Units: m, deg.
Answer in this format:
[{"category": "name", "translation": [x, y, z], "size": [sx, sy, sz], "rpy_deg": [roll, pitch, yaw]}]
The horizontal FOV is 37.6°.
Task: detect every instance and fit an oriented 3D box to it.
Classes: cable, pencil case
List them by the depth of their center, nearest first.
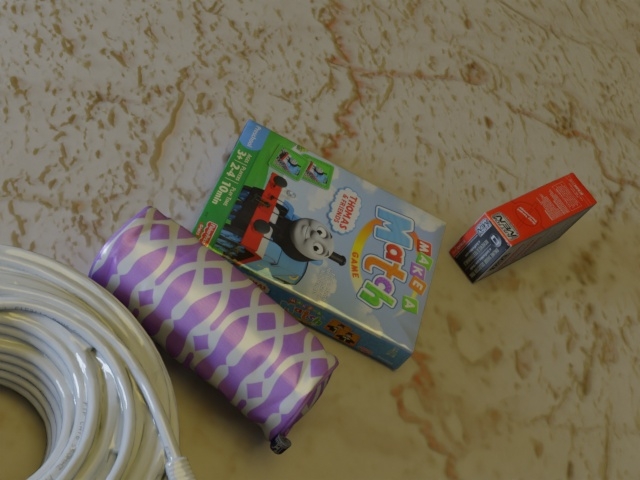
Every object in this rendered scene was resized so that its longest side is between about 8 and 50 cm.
[{"category": "cable", "translation": [-0.219, 0.121, 0.606], "size": [0.257, 0.089, 0.257], "rpy_deg": [0, 56, -26]}, {"category": "pencil case", "translation": [-0.081, 0.064, 0.716], "size": [0.206, 0.088, 0.086], "rpy_deg": [42, 56, 4]}]

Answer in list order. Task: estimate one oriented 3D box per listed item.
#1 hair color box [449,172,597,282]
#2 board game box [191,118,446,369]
[{"category": "hair color box", "translation": [0.201, -0.014, 0.927], "size": [0.141, 0.072, 0.043], "rpy_deg": [-23, 70, -38]}, {"category": "board game box", "translation": [0.000, 0.000, 0.836], "size": [0.211, 0.039, 0.160], "rpy_deg": [27, 49, -8]}]
